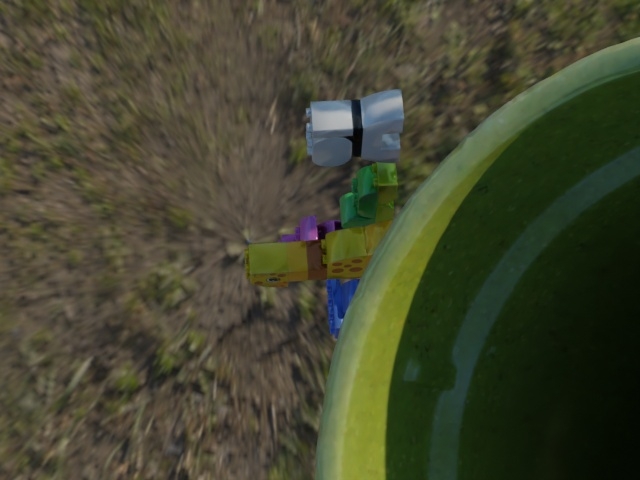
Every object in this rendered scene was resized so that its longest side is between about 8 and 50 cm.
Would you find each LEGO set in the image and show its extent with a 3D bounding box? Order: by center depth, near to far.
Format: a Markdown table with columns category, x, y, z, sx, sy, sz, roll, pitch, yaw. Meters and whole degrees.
| category | x | y | z | sx | sy | sz | roll | pitch | yaw |
| --- | --- | --- | --- | --- | --- | --- | --- | --- | --- |
| LEGO set | 0.000 | 0.000 | 1.090 | 0.093 | 0.227 | 0.087 | -3 | 66 | -3 |

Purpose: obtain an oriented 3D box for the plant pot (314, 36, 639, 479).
| category | x | y | z | sx | sy | sz | roll | pitch | yaw |
| --- | --- | --- | --- | --- | --- | --- | --- | --- | --- |
| plant pot | 0.180 | 0.087 | 0.636 | 0.276 | 0.254 | 0.276 | -6 | 78 | 31 |
